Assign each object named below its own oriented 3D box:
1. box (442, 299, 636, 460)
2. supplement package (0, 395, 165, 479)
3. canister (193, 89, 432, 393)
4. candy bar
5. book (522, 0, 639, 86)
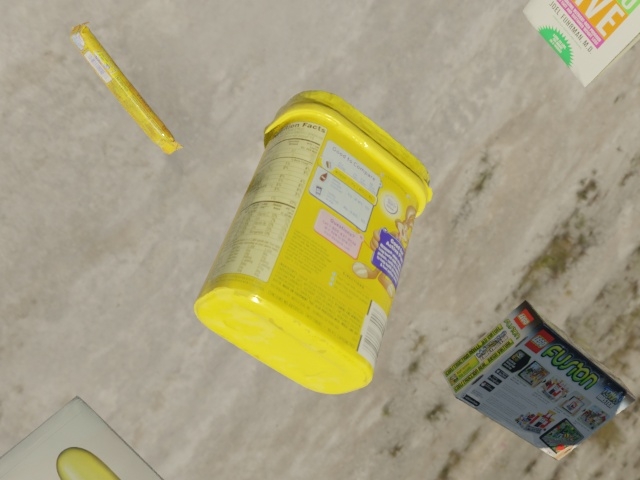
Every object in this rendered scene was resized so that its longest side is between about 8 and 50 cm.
[{"bbox_3d":[0.232,0.152,0.770,0.114,0.036,0.207,-44,126,14],"label":"box"},{"bbox_3d":[-0.232,0.296,0.675,0.194,0.203,0.149,-42,167,-40],"label":"supplement package"},{"bbox_3d":[0.000,0.000,0.493,0.126,0.073,0.170,36,51,-21],"label":"canister"},{"bbox_3d":[-0.201,-0.154,0.767,0.018,0.040,0.161,-47,112,-27],"label":"candy bar"},{"bbox_3d":[0.239,-0.208,0.632,0.035,0.096,0.144,-35,171,-18],"label":"book"}]
